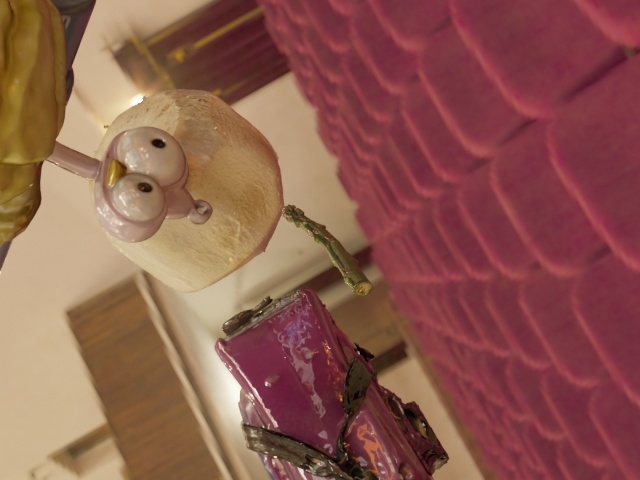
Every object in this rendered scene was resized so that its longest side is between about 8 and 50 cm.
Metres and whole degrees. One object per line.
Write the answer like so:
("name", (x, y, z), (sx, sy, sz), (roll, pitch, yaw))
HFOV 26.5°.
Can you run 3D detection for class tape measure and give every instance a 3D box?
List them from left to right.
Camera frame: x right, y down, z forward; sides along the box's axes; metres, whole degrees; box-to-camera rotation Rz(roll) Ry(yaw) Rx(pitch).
("tape measure", (0.022, 0.182, 1.223), (0.231, 0.149, 0.245), (57, 179, 26))

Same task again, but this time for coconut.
("coconut", (-0.164, -0.063, 1.788), (0.247, 0.245, 0.245), (40, -166, -37))

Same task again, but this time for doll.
("doll", (-0.288, -0.099, 1.542), (0.365, 0.094, 0.160), (23, -140, -19))

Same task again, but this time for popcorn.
("popcorn", (-0.300, -0.114, 0.910), (0.237, 0.293, 0.293), (0, -130, -40))

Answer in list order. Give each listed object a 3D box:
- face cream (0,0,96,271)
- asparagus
("face cream", (-0.278, -0.079, 1.152), (0.135, 0.086, 0.385), (53, 136, 19))
("asparagus", (0.000, 0.000, 0.871), (0.016, 0.016, 0.163), (20, -168, -26))
